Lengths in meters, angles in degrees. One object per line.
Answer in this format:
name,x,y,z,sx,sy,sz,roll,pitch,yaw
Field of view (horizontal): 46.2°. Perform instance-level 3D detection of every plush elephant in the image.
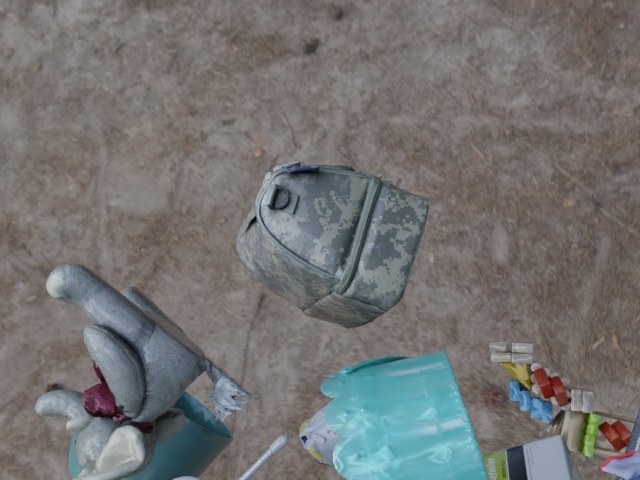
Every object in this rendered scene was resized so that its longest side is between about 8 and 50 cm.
plush elephant,-0.301,0.234,1.127,0.330,0.272,0.255,38,85,9

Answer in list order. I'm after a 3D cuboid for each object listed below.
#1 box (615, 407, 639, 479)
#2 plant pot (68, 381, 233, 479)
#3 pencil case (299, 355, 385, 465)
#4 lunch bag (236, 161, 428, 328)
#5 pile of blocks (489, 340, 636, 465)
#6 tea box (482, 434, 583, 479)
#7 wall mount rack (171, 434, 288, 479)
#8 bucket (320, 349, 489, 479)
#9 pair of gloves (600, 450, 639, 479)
box,0.441,0.251,1.016,0.029,0.116,0.162,17,95,28
plant pot,-0.364,0.411,1.520,0.293,0.293,0.235,33,81,25
pencil case,0.076,0.370,1.630,0.273,0.124,0.113,-44,39,20
lunch bag,0.000,0.000,1.217,0.256,0.305,0.212,19,74,-9
pile of blocks,0.474,0.332,1.491,0.362,0.113,0.149,37,92,14
tea box,0.349,0.587,1.394,0.324,0.219,0.329,-20,25,19
wall mount rack,-0.135,0.491,1.196,0.304,0.130,0.350,-25,56,-16
bucket,0.128,0.294,1.062,0.183,0.281,0.281,-18,69,5
pair of gloves,0.387,0.214,0.744,0.198,0.159,0.023,-15,87,-11
